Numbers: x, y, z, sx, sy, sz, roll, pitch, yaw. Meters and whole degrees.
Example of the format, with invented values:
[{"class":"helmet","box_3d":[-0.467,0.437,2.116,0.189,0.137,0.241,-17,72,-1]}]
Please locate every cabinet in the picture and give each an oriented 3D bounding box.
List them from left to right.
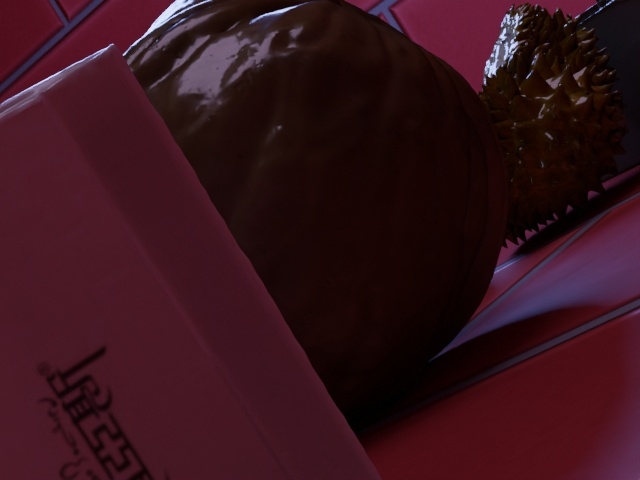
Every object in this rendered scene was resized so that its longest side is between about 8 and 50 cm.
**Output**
[{"class":"cabinet","box_3d":[0.310,-0.171,1.413,0.145,0.150,0.206,-33,1,-29]}]

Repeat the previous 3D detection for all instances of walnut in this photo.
[{"class":"walnut","box_3d":[-0.024,-0.020,0.949,0.285,0.285,0.296,-32,29,1]}]

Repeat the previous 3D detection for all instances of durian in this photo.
[{"class":"durian","box_3d":[0.194,-0.096,1.325,0.138,0.183,0.250,-15,30,20]}]

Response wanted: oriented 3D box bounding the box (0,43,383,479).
[{"class":"box","box_3d":[-0.085,0.070,0.542,0.111,0.194,0.260,-32,0,-18]}]
